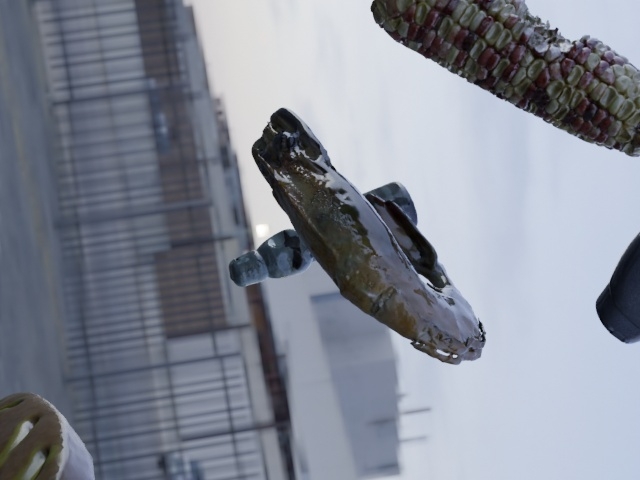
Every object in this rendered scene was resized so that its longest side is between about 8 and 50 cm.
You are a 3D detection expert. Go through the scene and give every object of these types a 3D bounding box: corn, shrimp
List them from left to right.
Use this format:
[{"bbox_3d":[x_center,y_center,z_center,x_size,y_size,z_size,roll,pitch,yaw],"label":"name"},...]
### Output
[{"bbox_3d":[0.044,-0.001,1.124,0.173,0.058,0.253,15,33,-52],"label":"shrimp"},{"bbox_3d":[0.181,-0.169,1.298,0.098,0.290,0.098,-59,171,-15],"label":"corn"}]

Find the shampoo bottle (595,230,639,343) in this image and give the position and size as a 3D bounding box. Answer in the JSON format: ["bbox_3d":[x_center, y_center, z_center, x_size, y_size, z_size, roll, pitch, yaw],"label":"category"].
[{"bbox_3d":[0.280,-0.006,0.974,0.233,0.087,0.049,-45,-170,38],"label":"shampoo bottle"}]

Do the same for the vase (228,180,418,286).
[{"bbox_3d":[0.000,0.000,1.560,0.060,0.211,0.060,157,-90,-79],"label":"vase"}]

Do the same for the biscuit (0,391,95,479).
[{"bbox_3d":[-0.326,0.274,1.187,0.070,0.350,0.394,42,-17,-20],"label":"biscuit"}]
